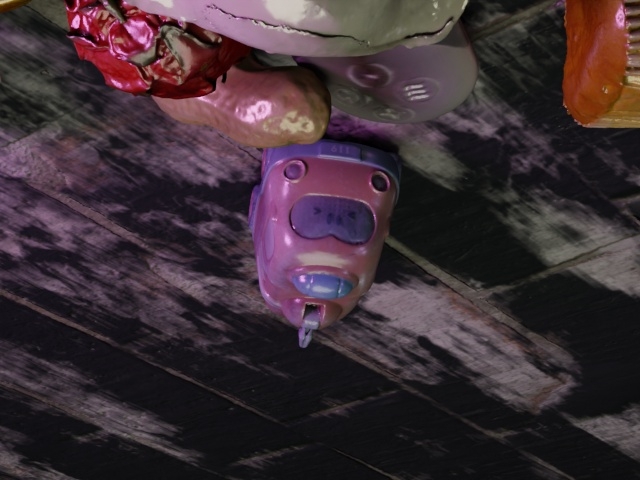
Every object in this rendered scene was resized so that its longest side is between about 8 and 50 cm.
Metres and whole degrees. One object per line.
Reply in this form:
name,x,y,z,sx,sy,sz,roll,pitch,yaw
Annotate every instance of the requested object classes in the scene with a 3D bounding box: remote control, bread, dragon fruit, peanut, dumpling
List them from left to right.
dragon fruit,-0.156,-0.269,1.536,0.233,0.234,0.293,-21,174,36
peanut,-0.097,-0.186,1.687,0.274,0.125,0.111,20,-166,31
dumpling,-0.020,-0.311,1.334,0.341,0.181,0.260,15,113,11
remote control,0.063,-0.242,1.628,0.221,0.104,0.332,-3,149,22
bread,0.347,-0.230,1.547,0.133,0.179,0.250,-4,160,-4

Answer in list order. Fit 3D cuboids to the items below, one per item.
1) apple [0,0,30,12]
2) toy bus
apple,-0.358,-0.336,1.437,0.173,0.160,0.195,1,115,-27
toy bus,0.000,0.000,1.937,0.197,0.232,0.294,8,151,-8
